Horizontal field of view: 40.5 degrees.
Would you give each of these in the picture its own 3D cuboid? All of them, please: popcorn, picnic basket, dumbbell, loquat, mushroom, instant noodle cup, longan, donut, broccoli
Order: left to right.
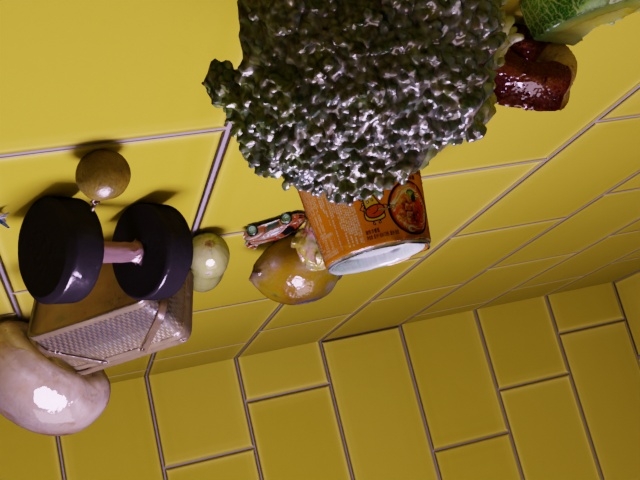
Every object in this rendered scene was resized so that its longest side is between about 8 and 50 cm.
[{"bbox_3d":[-0.566,0.252,1.850,0.290,0.297,0.297,-52,162,1],"label":"mushroom"},{"bbox_3d":[-0.279,-0.075,1.104,0.075,0.083,0.075,18,-173,-2],"label":"longan"},{"bbox_3d":[-0.313,0.015,1.276,0.152,0.152,0.218,-25,162,39],"label":"dumbbell"},{"bbox_3d":[-0.356,0.107,1.500,0.267,0.165,0.139,-19,138,17],"label":"picnic basket"},{"bbox_3d":[-0.047,0.058,1.729,0.195,0.152,0.152,-2,164,-12],"label":"loquat"},{"bbox_3d":[0.001,0.001,1.607,0.089,0.109,0.097,-18,157,33],"label":"popcorn"},{"bbox_3d":[0.070,-0.052,1.339,0.216,0.172,0.216,-13,167,-3],"label":"instant noodle cup"},{"bbox_3d":[0.045,-0.162,0.756,0.288,0.235,0.260,-22,165,16],"label":"broccoli"},{"bbox_3d":[0.234,-0.206,1.019,0.140,0.140,0.059,-7,138,-27],"label":"donut"}]

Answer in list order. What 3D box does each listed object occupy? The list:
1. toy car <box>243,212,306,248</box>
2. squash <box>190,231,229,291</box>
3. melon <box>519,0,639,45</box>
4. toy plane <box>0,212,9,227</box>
[{"bbox_3d":[-0.083,-0.020,1.599,0.122,0.035,0.059,-17,165,12],"label":"toy car"},{"bbox_3d":[-0.218,0.047,1.639,0.083,0.083,0.250,-10,167,-14],"label":"squash"},{"bbox_3d":[0.332,-0.274,0.963,0.210,0.064,0.118,-17,171,22],"label":"melon"},{"bbox_3d":[-0.477,-0.029,1.208,0.084,0.024,0.078,1,161,-28],"label":"toy plane"}]
